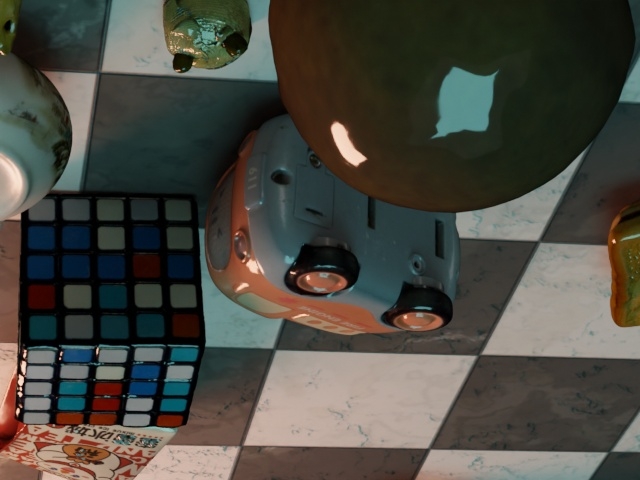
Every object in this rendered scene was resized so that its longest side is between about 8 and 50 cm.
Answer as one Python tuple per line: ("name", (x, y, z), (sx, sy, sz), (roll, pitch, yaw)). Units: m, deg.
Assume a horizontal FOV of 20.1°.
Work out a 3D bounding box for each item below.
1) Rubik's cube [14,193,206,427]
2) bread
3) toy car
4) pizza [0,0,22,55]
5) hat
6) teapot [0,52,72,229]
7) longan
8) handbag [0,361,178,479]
("Rubik's cube", (-0.218, 0.074, 1.847), (0.182, 0.184, 0.187), (1, 148, -11))
("bread", (0.365, 0.017, 1.940), (0.116, 0.077, 0.200), (-7, 145, 6))
("toy car", (0.000, 0.000, 1.784), (0.270, 0.180, 0.212), (22, 148, -37))
("pizza", (-0.407, -0.225, 1.259), (0.406, 0.130, 0.440), (-33, 137, -13))
("hat", (-0.100, -0.180, 1.589), (0.077, 0.059, 0.076), (-3, 143, 4))
("teapot", (-0.324, -0.097, 1.616), (0.204, 0.139, 0.298), (-4, 145, -5))
("longan", (0.099, -0.166, 1.448), (0.297, 0.297, 0.297), (-4, 147, -2))
("handbag", (-0.277, 0.189, 2.066), (0.171, 0.151, 0.298), (13, 150, -20))
